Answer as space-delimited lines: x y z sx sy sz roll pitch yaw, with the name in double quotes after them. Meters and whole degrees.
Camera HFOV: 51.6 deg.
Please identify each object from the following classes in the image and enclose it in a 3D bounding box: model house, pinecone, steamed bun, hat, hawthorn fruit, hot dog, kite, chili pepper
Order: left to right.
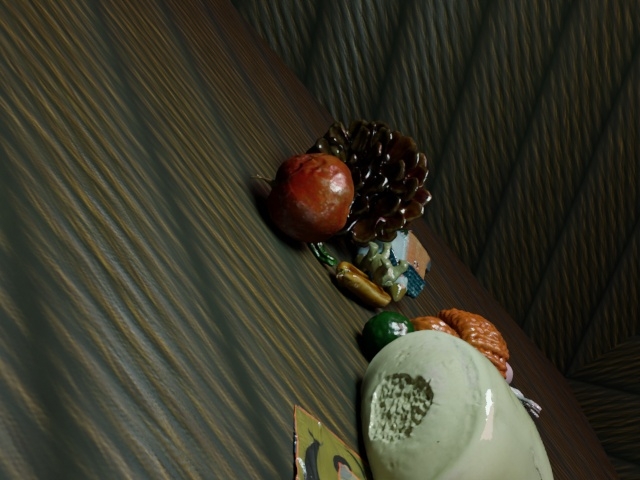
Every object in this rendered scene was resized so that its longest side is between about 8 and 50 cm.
-0.053 -0.121 1.707 0.271 0.242 0.242 14 26 -8 "hawthorn fruit"
-0.003 -0.002 1.859 0.073 0.050 0.182 47 18 -40 "chili pepper"
0.059 0.448 1.150 0.378 0.013 0.327 56 14 19 "kite"
0.118 0.134 1.862 0.249 0.068 0.100 35 10 -49 "hot dog"
0.130 -0.178 1.975 0.398 0.397 0.398 46 18 -19 "pinecone"
0.218 0.092 2.093 0.253 0.184 0.291 50 29 -27 "model house"
0.273 0.306 1.749 0.400 0.285 0.285 10 34 -20 "hat"
0.297 0.412 1.364 0.371 0.290 0.456 46 17 -25 "steamed bun"

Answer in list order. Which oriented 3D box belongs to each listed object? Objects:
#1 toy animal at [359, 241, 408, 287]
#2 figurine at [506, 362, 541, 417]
0.169 0.069 1.906 0.103 0.101 0.219 14 19 -24 "toy animal"
0.521 0.464 2.033 0.284 0.206 0.315 45 19 16 "figurine"
